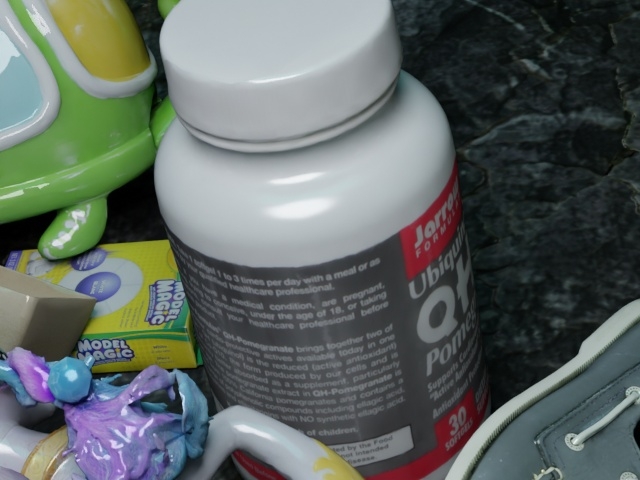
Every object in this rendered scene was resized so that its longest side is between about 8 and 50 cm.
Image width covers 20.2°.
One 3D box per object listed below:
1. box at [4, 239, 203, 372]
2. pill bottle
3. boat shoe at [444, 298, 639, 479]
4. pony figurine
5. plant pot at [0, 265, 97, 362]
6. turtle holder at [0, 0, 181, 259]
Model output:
[{"bbox_3d":[-0.145,0.047,1.285,0.179,0.043,0.105,-3,38,10],"label":"box"},{"bbox_3d":[0.000,0.000,1.074,0.176,0.319,0.176,-8,38,6],"label":"pill bottle"},{"bbox_3d":[0.163,0.135,1.011,0.099,0.116,0.319,5,33,39],"label":"boat shoe"},{"bbox_3d":[-0.148,0.194,0.941,0.363,0.303,0.351,25,48,11],"label":"pony figurine"},{"bbox_3d":[-0.229,0.068,1.201,0.109,0.096,0.109,17,2,15],"label":"plant pot"},{"bbox_3d":[-0.224,-0.121,1.332,0.320,0.227,0.243,2,26,30],"label":"turtle holder"}]
